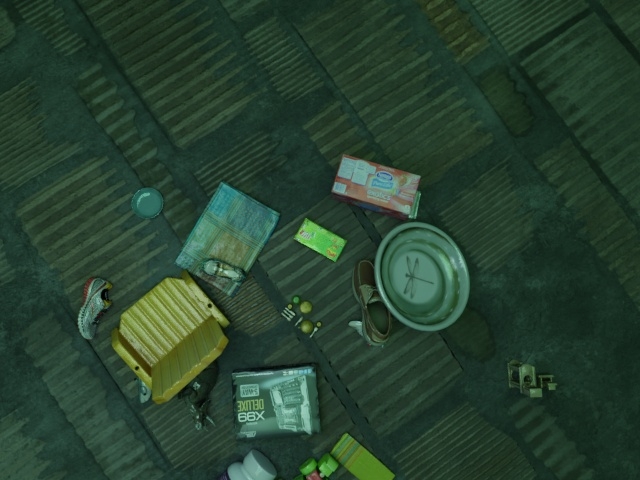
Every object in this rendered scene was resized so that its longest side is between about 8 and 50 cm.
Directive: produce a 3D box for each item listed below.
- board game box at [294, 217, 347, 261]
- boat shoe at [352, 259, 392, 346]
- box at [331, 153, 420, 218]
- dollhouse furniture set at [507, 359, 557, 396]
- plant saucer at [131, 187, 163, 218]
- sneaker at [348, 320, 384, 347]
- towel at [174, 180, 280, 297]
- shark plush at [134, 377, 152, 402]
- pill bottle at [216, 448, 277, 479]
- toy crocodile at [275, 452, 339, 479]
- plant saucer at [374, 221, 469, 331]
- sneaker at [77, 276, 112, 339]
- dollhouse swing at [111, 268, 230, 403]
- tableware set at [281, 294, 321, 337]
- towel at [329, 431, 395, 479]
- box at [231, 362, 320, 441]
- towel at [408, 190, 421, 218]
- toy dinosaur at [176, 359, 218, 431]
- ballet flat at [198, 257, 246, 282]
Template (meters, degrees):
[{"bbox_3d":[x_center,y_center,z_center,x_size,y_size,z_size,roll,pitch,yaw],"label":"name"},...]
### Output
[{"bbox_3d":[0.000,0.000,1.808,0.181,0.043,0.092,29,84,2],"label":"board game box"},{"bbox_3d":[0.198,0.214,1.727,0.122,0.116,0.325,-7,68,-16],"label":"boat shoe"},{"bbox_3d":[0.204,-0.196,1.773,0.299,0.142,0.154,16,84,6],"label":"box"},{"bbox_3d":[0.789,0.491,1.708,0.160,0.182,0.101,-2,84,-2],"label":"dollhouse furniture set"},{"bbox_3d":[-0.659,-0.141,1.814,0.119,0.021,0.120,0,83,-1],"label":"plant saucer"},{"bbox_3d":[0.175,0.349,1.767,0.161,0.057,0.076,18,78,-3],"label":"sneaker"},{"bbox_3d":[-0.351,-0.008,1.800,0.271,0.040,0.371,30,84,2],"label":"towel"},{"bbox_3d":[-0.659,0.509,1.727,0.067,0.073,0.161,-27,90,26],"label":"shark plush"},{"bbox_3d":[-0.295,0.884,1.637,0.169,0.169,0.302,42,85,3],"label":"pill bottle"},{"bbox_3d":[-0.079,0.879,1.676,0.340,0.105,0.115,-33,86,-5],"label":"toy crocodile"},{"bbox_3d":[0.359,0.135,1.742,0.399,0.100,0.401,6,73,-20],"label":"plant saucer"},{"bbox_3d":[-0.821,0.251,1.732,0.092,0.088,0.226,8,84,-2],"label":"sneaker"},{"bbox_3d":[-0.517,0.314,1.606,0.346,0.305,0.315,-41,94,-9],"label":"dollhouse swing"},{"bbox_3d":[-0.063,0.282,1.786,0.154,0.024,0.104,38,81,4],"label":"tableware set"},{"bbox_3d":[0.152,0.817,1.735,0.237,0.021,0.102,41,89,2],"label":"towel"},{"bbox_3d":[-0.160,0.582,1.720,0.306,0.076,0.243,-4,84,-2],"label":"box"},{"bbox_3d":[0.309,-0.152,1.845,0.151,0.023,0.113,13,83,0],"label":"towel"},{"bbox_3d":[-0.436,0.508,1.708,0.160,0.120,0.314,31,65,-42],"label":"toy dinosaur"},{"bbox_3d":[-0.363,0.107,1.742,0.188,0.070,0.070,13,83,0],"label":"ballet flat"}]
